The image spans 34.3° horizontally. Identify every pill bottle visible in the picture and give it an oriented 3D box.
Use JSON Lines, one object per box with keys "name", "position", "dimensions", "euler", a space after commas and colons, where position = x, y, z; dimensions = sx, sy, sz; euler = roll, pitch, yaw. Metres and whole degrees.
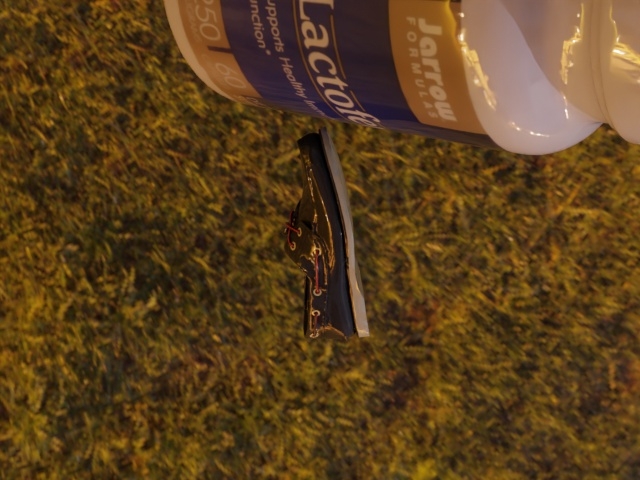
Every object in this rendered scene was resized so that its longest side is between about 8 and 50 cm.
{"name": "pill bottle", "position": [0.065, -0.124, 0.491], "dimensions": [0.153, 0.265, 0.153], "euler": [-22, 119, -47]}

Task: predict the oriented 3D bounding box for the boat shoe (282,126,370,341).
{"name": "boat shoe", "position": [0.000, 0.001, 0.566], "dimensions": [0.042, 0.049, 0.133], "euler": [-7, 124, 1]}
